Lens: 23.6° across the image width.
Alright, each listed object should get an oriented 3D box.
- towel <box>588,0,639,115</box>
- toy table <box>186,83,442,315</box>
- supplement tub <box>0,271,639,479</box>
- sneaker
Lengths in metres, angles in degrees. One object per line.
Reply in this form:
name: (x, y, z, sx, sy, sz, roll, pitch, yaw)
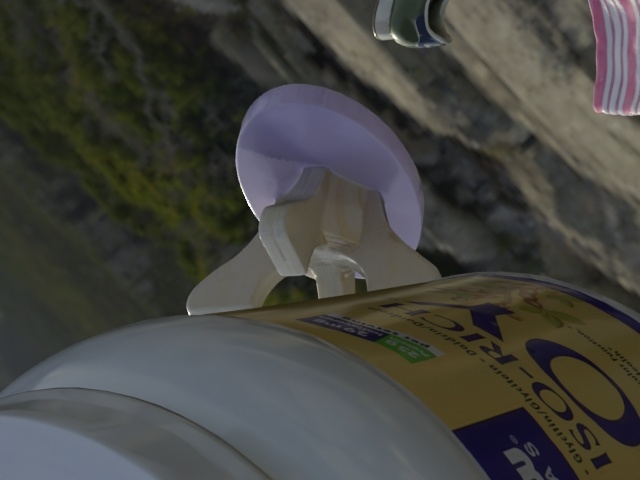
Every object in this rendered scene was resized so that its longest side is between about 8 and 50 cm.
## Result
towel: (0.369, -0.212, 1.734, 0.197, 0.029, 0.144, -168, 73, -64)
toy table: (0.000, 0.000, 1.485, 0.252, 0.160, 0.274, -12, 139, 27)
supplement tub: (0.007, 0.138, 0.539, 0.241, 0.241, 0.331, 42, -158, 22)
sneaker: (0.115, -0.283, 1.532, 0.086, 0.192, 0.064, 21, -160, 27)
